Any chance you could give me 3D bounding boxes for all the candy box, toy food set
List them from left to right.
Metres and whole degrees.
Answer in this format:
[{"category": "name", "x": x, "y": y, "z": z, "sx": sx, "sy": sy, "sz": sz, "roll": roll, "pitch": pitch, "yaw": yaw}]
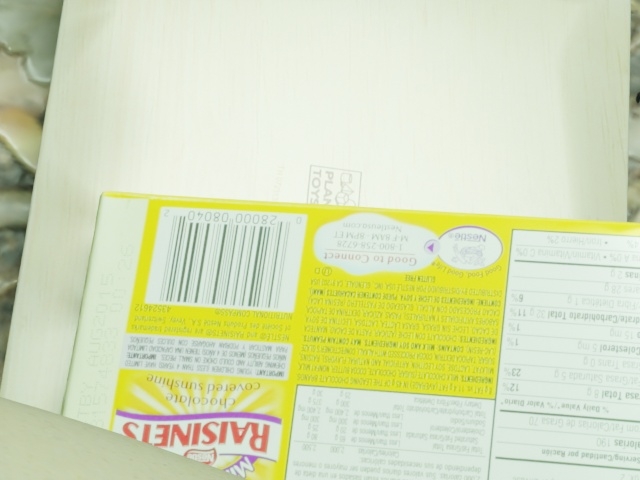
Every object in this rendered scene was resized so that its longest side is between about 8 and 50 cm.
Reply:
[{"category": "toy food set", "x": 0.000, "y": 0.000, "z": 0.699, "sx": 0.219, "sy": 0.092, "sz": 0.306, "roll": 7, "pitch": 66, "yaw": -6}, {"category": "candy box", "x": 0.020, "y": 0.041, "z": 0.584, "sx": 0.205, "sy": 0.027, "sz": 0.105, "roll": 4, "pitch": 73, "yaw": 12}]

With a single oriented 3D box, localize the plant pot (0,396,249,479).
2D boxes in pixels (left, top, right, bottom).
[{"category": "plant pot", "x": -0.048, "y": 0.167, "z": 0.506, "sx": 0.274, "sy": 0.256, "sz": 0.256, "roll": 9, "pitch": 56, "yaw": -23}]
